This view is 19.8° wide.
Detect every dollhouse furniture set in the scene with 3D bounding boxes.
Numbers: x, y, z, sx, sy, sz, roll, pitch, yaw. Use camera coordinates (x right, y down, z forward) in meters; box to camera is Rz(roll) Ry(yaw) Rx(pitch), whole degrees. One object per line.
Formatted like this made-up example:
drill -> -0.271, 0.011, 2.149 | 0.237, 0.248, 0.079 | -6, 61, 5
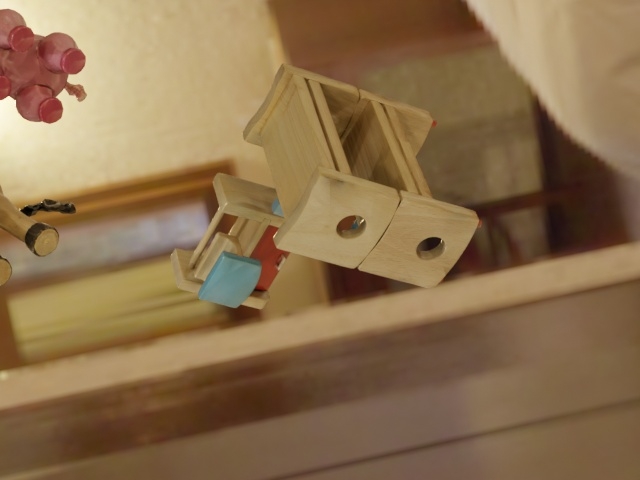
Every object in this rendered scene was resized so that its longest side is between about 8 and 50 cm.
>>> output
dollhouse furniture set -> 0.000, 0.000, 1.283 | 0.183, 0.129, 0.129 | -58, 31, 30

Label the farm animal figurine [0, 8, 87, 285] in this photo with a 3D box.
farm animal figurine -> -0.308, -0.112, 1.020 | 0.172, 0.327, 0.330 | 30, 132, 47
